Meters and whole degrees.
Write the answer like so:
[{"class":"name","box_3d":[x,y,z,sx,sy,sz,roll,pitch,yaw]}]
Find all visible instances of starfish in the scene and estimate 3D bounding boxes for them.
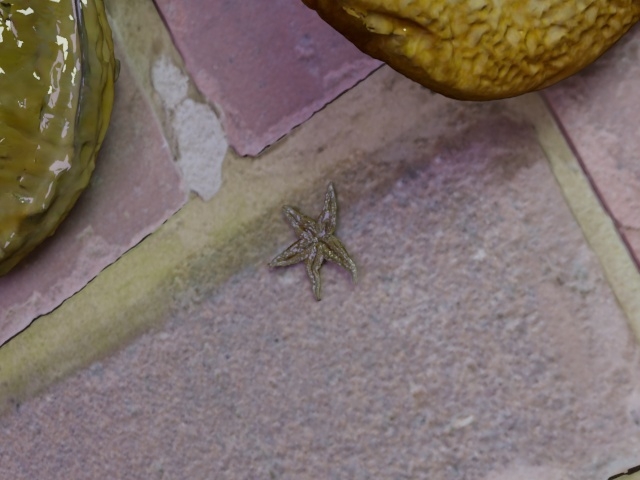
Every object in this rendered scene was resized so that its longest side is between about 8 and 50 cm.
[{"class":"starfish","box_3d":[0.000,0.000,0.806,0.092,0.016,0.086,38,107,28]}]

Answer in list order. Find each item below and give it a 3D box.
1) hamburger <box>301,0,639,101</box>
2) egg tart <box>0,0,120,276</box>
[{"class":"hamburger","box_3d":[0.105,-0.247,0.610,0.314,0.290,0.170,-44,35,7]},{"class":"egg tart","box_3d":[-0.374,-0.167,0.893,0.443,0.178,0.443,4,97,32]}]
